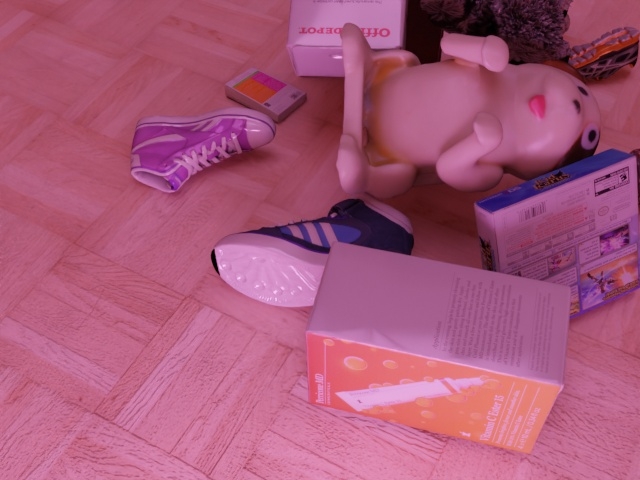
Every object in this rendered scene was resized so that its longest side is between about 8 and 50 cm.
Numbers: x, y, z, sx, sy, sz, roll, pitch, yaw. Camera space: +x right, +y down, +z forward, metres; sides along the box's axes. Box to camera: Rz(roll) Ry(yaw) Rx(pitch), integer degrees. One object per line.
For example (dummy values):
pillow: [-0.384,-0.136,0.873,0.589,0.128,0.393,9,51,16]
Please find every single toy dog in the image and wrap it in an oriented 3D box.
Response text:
toy dog: [0.258,-0.181,1.369,0.408,0.395,0.284,0,69,15]

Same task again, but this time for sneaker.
sneaker: [-0.225,-0.160,1.550,0.282,0.102,0.161,-5,54,11]
sneaker: [0.000,0.000,1.410,0.323,0.130,0.236,7,37,18]
sneaker: [0.571,-0.370,1.708,0.215,0.083,0.084,-20,35,9]

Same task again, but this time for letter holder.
letter holder: [0.105,-0.472,1.710,0.302,0.214,0.152,2,51,3]

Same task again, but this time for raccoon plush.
raccoon plush: [0.379,-0.511,1.607,0.216,0.446,0.299,0,69,33]

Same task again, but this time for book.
book: [-0.115,-0.309,1.702,0.144,0.035,0.096,30,55,23]

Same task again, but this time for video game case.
video game case: [0.385,0.010,1.302,0.270,0.244,0.061,-21,27,-15]

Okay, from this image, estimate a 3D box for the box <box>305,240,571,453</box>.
box: [0.165,0.157,1.190,0.346,0.215,0.168,11,52,10]

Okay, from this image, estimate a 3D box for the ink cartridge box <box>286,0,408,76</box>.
ink cartridge box: [0.058,-0.455,1.513,0.211,0.121,0.289,3,73,8]

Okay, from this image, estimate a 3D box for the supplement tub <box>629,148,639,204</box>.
supplement tub: [0.628,-0.117,1.485,0.198,0.106,0.106,-1,51,1]
